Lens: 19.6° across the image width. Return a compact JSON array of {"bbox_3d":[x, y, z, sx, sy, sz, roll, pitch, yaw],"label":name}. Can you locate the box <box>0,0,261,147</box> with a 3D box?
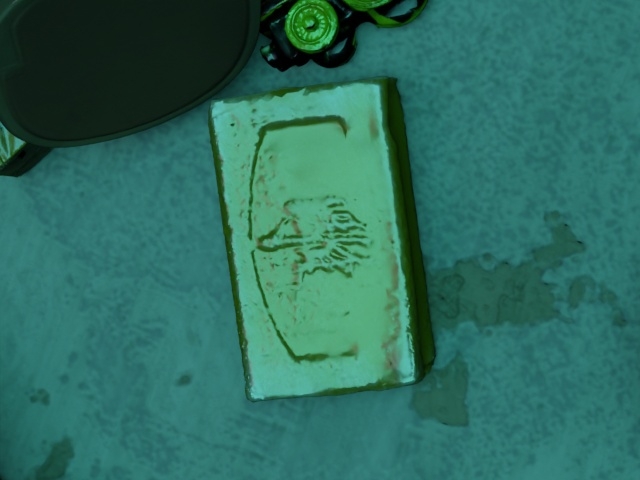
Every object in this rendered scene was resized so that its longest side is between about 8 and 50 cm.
[{"bbox_3d":[-0.221,-0.262,1.782,0.301,0.301,0.216,-30,64,9],"label":"box"}]

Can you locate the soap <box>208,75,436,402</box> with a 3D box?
[{"bbox_3d":[0.000,0.000,1.868,0.199,0.091,0.315,-6,90,10],"label":"soap"}]

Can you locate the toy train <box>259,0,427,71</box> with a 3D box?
[{"bbox_3d":[0.048,-0.292,1.848,0.296,0.100,0.161,-34,79,10],"label":"toy train"}]

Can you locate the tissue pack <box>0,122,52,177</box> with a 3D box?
[{"bbox_3d":[-0.344,-0.153,1.901,0.082,0.120,0.169,-37,87,7],"label":"tissue pack"}]
